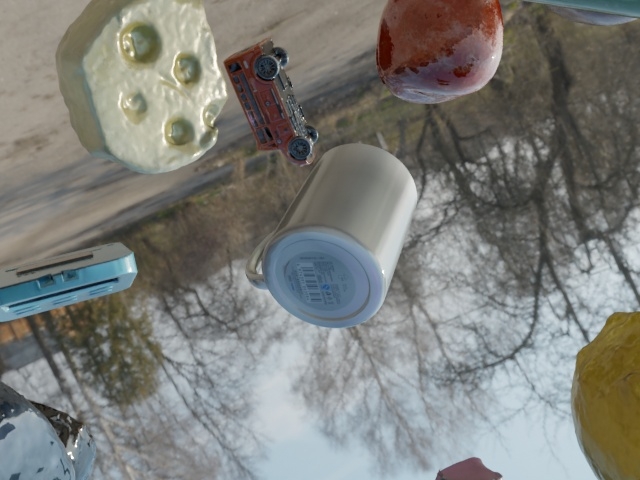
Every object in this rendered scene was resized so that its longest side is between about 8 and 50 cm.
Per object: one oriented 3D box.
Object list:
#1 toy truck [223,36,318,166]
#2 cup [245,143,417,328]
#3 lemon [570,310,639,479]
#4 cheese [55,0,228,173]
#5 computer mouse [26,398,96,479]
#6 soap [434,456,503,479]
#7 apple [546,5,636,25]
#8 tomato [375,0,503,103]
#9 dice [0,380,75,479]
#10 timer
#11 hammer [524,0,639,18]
[{"bbox_3d":[-0.094,-0.265,1.402,0.114,0.252,0.107,-16,-159,16],"label":"toy truck"},{"bbox_3d":[0.010,0.005,0.580,0.136,0.099,0.133,-51,-171,38],"label":"cup"},{"bbox_3d":[0.380,0.187,0.722,0.233,0.233,0.288,-24,-158,11],"label":"lemon"},{"bbox_3d":[-0.289,-0.277,1.201,0.115,0.326,0.318,18,173,40],"label":"cheese"},{"bbox_3d":[-0.419,0.251,0.844,0.323,0.183,0.116,-15,-135,14],"label":"computer mouse"},{"bbox_3d":[0.213,0.463,1.150,0.122,0.203,0.065,0,-156,-45],"label":"soap"},{"bbox_3d":[0.499,-0.522,1.226,0.288,0.288,0.317,-25,-170,-3],"label":"apple"},{"bbox_3d":[0.147,-0.268,0.927,0.151,0.187,0.187,-14,-179,-16],"label":"tomato"},{"bbox_3d":[-0.301,0.200,0.500,0.181,0.183,0.182,6,-139,14],"label":"dice"},{"bbox_3d":[-0.416,0.074,1.127,0.232,0.091,0.250,-14,-174,-19],"label":"timer"},{"bbox_3d":[0.166,-0.126,0.339,0.335,0.206,0.119,26,-157,36],"label":"hammer"}]
